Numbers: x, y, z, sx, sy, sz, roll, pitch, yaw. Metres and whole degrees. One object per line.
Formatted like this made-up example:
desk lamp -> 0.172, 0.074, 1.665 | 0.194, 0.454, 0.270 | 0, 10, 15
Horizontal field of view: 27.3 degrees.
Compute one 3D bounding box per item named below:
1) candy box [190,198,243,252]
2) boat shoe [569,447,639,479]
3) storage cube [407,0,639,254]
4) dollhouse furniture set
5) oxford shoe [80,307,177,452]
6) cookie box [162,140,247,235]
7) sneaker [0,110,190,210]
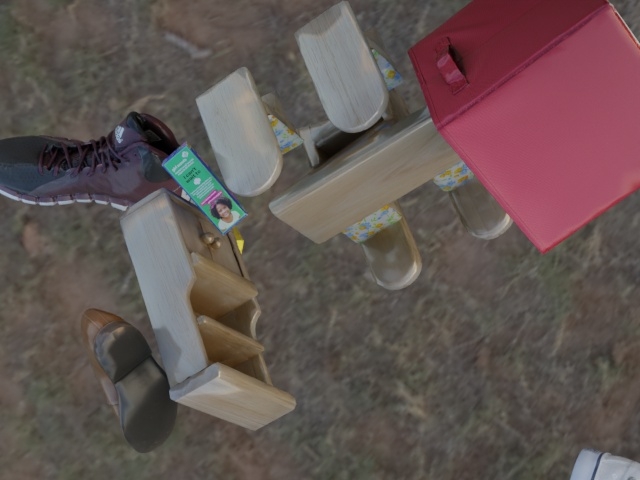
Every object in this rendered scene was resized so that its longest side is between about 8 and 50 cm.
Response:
candy box -> -0.149, -0.004, 1.826 | 0.027, 0.206, 0.105 | 0, 119, -19
boat shoe -> 0.399, 0.481, 1.829 | 0.156, 0.136, 0.367 | 10, 71, 26
storage cube -> 0.227, -0.143, 1.294 | 0.193, 0.184, 0.215 | -36, 119, 16
dollhouse furniture set -> 0.000, 0.000, 1.483 | 0.394, 0.362, 0.256 | -30, 60, 16
oxford shoe -> -0.217, 0.155, 1.493 | 0.076, 0.076, 0.212 | 34, 148, 41
cookie box -> -0.134, -0.062, 1.527 | 0.040, 0.092, 0.107 | -41, 99, 0
sneaker -> -0.292, -0.119, 1.702 | 0.281, 0.106, 0.162 | 7, 146, -16
